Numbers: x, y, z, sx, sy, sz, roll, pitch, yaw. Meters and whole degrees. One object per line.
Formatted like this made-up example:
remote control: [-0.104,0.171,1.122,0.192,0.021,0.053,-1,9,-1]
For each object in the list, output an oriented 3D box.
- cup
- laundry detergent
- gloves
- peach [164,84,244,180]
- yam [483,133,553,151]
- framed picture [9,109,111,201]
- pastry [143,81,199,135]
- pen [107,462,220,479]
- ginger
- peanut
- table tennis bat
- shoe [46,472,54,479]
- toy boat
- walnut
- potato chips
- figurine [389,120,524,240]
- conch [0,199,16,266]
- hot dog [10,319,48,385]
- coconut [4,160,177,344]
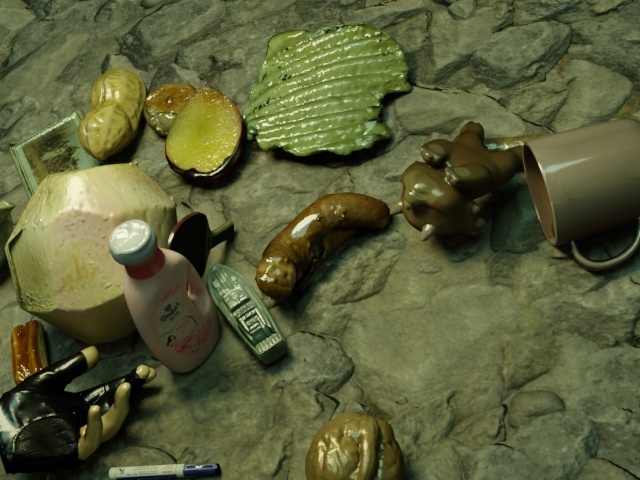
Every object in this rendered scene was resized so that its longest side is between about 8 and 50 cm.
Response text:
cup: [0.483,-0.078,1.621,0.200,0.191,0.253,-15,76,4]
laundry detergent: [-0.272,0.094,1.640,0.087,0.335,0.159,15,56,26]
gloves: [-0.436,0.293,1.662,0.301,0.152,0.197,-25,65,-9]
peach: [-0.254,-0.231,2.106,0.189,0.068,0.279,-8,54,11]
yam: [0.416,-0.172,1.794,0.299,0.066,0.066,1,50,22]
framed picture: [-0.642,-0.207,2.285,0.217,0.017,0.274,-32,46,-8]
pastry: [-0.346,-0.312,2.216,0.153,0.081,0.153,-10,39,8]
pen: [-0.266,0.394,1.591,0.204,0.025,0.025,-7,48,16]
ginger: [-0.011,-0.001,1.788,0.309,0.107,0.133,-42,34,-22]
peanut: [-0.493,-0.301,2.217,0.147,0.147,0.306,-7,48,16]
table tennis bat: [-0.234,0.013,1.810,0.021,0.154,0.274,11,19,18]
shoe: [-0.501,0.468,1.573,0.180,0.089,0.092,-38,48,-17]
toy boat: [-0.146,0.123,1.741,0.078,0.085,0.260,-33,46,-8]
walnut: [0.053,0.345,1.430,0.166,0.149,0.167,10,51,-13]
potato chips: [-0.006,-0.324,2.081,0.389,0.097,0.373,5,58,24]
figurine: [0.247,-0.094,1.733,0.177,0.173,0.247,31,39,17]
conch: [-0.746,0.027,2.014,0.386,0.170,0.203,-14,8,32]
hot dog: [-0.576,0.223,1.852,0.071,0.045,0.165,-25,45,2]
coconut: [-0.432,0.028,1.802,0.352,0.353,0.353,-11,47,12]
